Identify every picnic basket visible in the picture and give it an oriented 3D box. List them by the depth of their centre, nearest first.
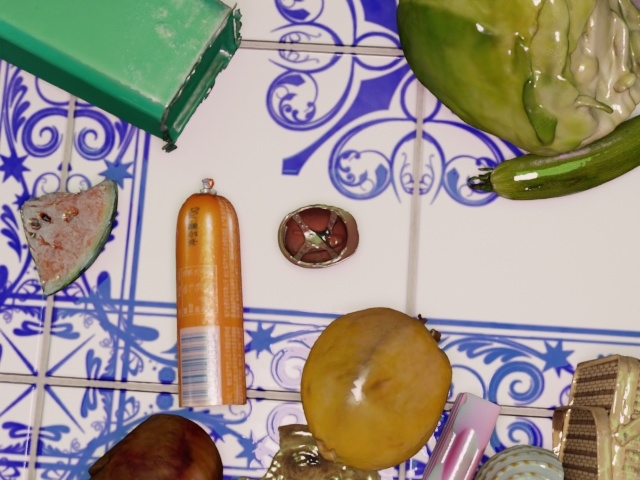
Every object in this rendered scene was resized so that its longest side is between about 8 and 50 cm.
[{"bbox_3d":[0.381,0.296,1.295,0.175,0.228,0.312,12,81,1],"label":"picnic basket"}]

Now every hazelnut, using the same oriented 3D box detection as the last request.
[{"bbox_3d":[-0.208,0.322,1.342,0.178,0.178,0.204,26,51,6],"label":"hazelnut"}]

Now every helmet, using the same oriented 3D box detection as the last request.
[{"bbox_3d":[0.000,0.000,1.443,0.111,0.057,0.089,-1,77,6],"label":"helmet"}]

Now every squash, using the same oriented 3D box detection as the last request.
[{"bbox_3d":[0.362,-0.110,1.445,0.319,0.071,0.080,-21,100,1],"label":"squash"}]

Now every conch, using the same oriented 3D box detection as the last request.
[{"bbox_3d":[0.243,0.313,1.318,0.102,0.153,0.135,37,89,-22],"label":"conch"}]

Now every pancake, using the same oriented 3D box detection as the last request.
[{"bbox_3d":[-0.023,0.357,1.394,0.212,0.029,0.235,38,85,7],"label":"pancake"}]

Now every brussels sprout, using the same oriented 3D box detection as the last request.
[{"bbox_3d":[0.262,-0.297,1.376,0.276,0.315,0.371,-40,107,-29],"label":"brussels sprout"}]

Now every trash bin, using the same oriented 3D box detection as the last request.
[{"bbox_3d":[-0.312,-0.313,1.403,0.381,0.295,0.259,29,82,1],"label":"trash bin"}]

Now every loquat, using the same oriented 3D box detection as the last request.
[{"bbox_3d":[0.074,0.186,1.351,0.187,0.176,0.234,52,60,-31],"label":"loquat"}]

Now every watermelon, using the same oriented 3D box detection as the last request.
[{"bbox_3d":[-0.349,-0.018,1.455,0.139,0.071,0.187,33,91,14],"label":"watermelon"}]

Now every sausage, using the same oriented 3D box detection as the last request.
[{"bbox_3d":[-0.150,0.068,1.419,0.093,0.093,0.312,-4,79,1],"label":"sausage"}]

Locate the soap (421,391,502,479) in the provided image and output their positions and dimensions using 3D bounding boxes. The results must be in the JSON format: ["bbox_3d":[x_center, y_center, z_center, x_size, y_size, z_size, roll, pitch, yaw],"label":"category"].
[{"bbox_3d":[0.179,0.273,1.366,0.056,0.100,0.149,25,81,6],"label":"soap"}]

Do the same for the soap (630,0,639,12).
[{"bbox_3d":[0.544,-0.452,1.322,0.350,0.435,0.212,-14,74,3],"label":"soap"}]
